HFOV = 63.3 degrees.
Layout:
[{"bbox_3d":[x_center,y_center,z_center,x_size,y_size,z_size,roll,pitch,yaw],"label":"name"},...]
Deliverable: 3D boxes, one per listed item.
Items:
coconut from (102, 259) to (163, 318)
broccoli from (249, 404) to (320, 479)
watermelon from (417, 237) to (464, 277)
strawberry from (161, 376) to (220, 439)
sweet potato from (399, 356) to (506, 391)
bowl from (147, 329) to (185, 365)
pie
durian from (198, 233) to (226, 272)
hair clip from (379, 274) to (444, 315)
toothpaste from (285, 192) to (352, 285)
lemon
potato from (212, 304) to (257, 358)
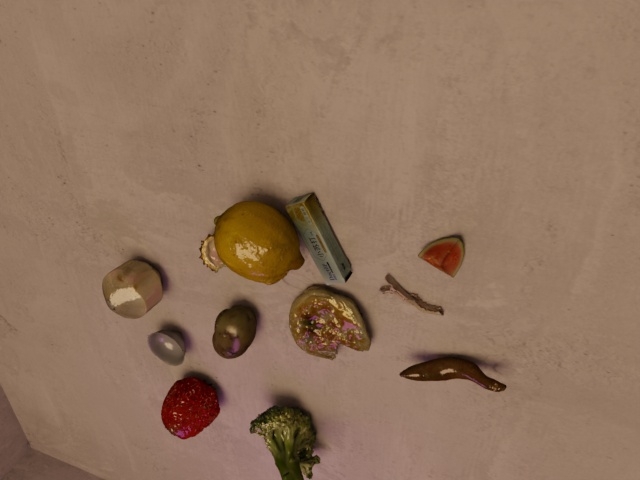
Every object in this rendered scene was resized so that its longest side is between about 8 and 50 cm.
[{"bbox_3d":[-0.751,0.198,2.064,0.241,0.241,0.241,12,125,18],"label":"coconut"},{"bbox_3d":[-0.146,0.849,2.114,0.353,0.397,0.275,35,104,6],"label":"broccoli"},{"bbox_3d":[0.363,0.045,1.522,0.125,0.094,0.135,35,126,9],"label":"watermelon"},{"bbox_3d":[-0.589,0.759,2.322,0.257,0.277,0.257,10,123,15],"label":"strawberry"},{"bbox_3d":[0.444,0.442,1.732,0.346,0.108,0.079,0,129,28],"label":"sweet potato"},{"bbox_3d":[-0.654,0.449,2.269,0.189,0.086,0.189,11,125,16],"label":"bowl"},{"bbox_3d":[0.022,0.306,1.864,0.337,0.075,0.337,12,125,18],"label":"pie"},{"bbox_3d":[-0.330,0.023,1.851,0.224,0.078,0.140,-20,98,23],"label":"durian"},{"bbox_3d":[0.294,0.194,1.690,0.226,0.034,0.072,31,132,2],"label":"hair clip"},{"bbox_3d":[0.000,0.000,1.682,0.089,0.071,0.313,-12,115,35],"label":"toothpaste"},{"bbox_3d":[-0.198,0.006,1.664,0.320,0.245,0.245,29,129,1],"label":"lemon"},{"bbox_3d":[-0.335,0.361,2.020,0.165,0.165,0.262,26,130,8],"label":"potato"}]
